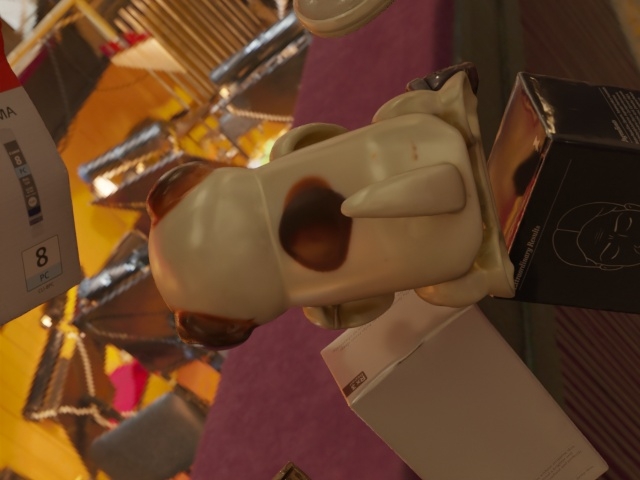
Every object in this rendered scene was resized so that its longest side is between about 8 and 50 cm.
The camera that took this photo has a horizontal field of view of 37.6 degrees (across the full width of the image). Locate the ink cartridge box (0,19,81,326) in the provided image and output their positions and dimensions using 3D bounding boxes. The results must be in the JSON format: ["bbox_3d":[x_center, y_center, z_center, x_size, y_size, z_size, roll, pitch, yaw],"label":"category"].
[{"bbox_3d":[-0.386,-0.069,0.892,0.091,0.384,0.308,21,34,30],"label":"ink cartridge box"}]

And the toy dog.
[{"bbox_3d":[0.000,0.000,1.113,0.408,0.284,0.395,-13,11,16],"label":"toy dog"}]

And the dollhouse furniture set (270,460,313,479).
[{"bbox_3d":[-0.027,0.453,1.072,0.198,0.286,0.303,-52,-9,9],"label":"dollhouse furniture set"}]

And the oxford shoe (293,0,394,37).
[{"bbox_3d":[0.089,-0.420,0.967,0.169,0.130,0.449,34,94,41],"label":"oxford shoe"}]

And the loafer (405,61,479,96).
[{"bbox_3d":[0.195,-0.159,1.361,0.095,0.302,0.109,-32,69,1],"label":"loafer"}]

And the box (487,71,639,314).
[{"bbox_3d":[0.469,-0.062,1.464,0.212,0.396,0.293,-95,16,-53],"label":"box"}]

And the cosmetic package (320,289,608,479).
[{"bbox_3d":[0.206,0.240,1.329,0.217,0.385,0.156,-39,25,2],"label":"cosmetic package"}]
